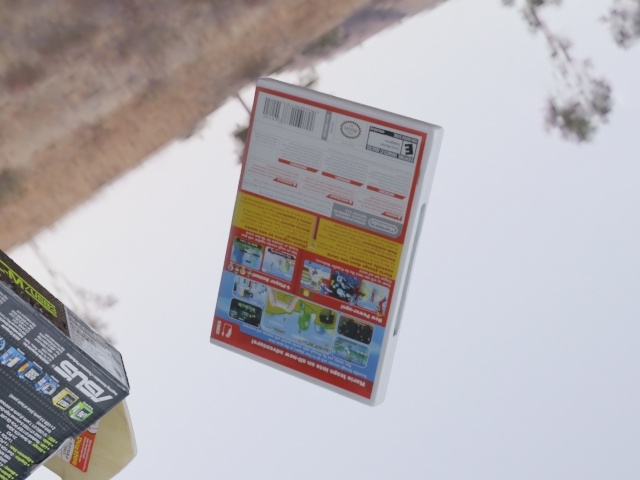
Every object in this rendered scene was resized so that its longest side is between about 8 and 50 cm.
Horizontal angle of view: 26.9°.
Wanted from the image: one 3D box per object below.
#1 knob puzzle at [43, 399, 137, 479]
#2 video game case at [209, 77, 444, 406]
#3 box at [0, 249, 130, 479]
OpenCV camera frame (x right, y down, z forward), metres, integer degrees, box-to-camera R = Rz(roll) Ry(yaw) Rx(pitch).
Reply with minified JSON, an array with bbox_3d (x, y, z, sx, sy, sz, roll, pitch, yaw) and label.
[{"bbox_3d":[-0.320,0.251,1.843,0.213,0.213,0.030,-22,172,33],"label":"knob puzzle"},{"bbox_3d":[0.000,0.000,1.331,0.204,0.285,0.025,19,-164,26],"label":"video game case"},{"bbox_3d":[-0.230,0.075,0.706,0.184,0.190,0.045,-38,-146,8],"label":"box"}]
